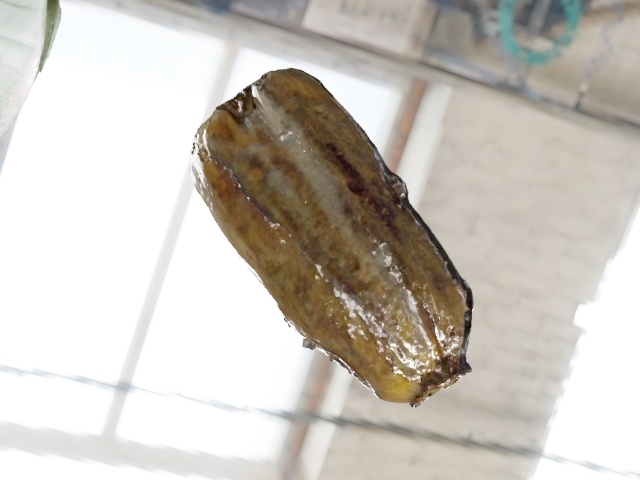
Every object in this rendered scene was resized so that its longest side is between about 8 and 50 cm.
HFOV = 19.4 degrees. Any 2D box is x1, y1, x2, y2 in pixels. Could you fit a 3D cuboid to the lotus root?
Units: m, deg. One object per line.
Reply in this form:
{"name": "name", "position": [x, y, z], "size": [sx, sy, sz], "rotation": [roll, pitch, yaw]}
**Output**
{"name": "lotus root", "position": [0.000, 0.001, 1.573], "size": [0.329, 0.167, 0.078], "rotation": [51, -162, 19]}

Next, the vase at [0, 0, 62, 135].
{"name": "vase", "position": [-0.377, -0.210, 1.186], "size": [0.445, 0.250, 0.250], "rotation": [23, -172, -23]}
